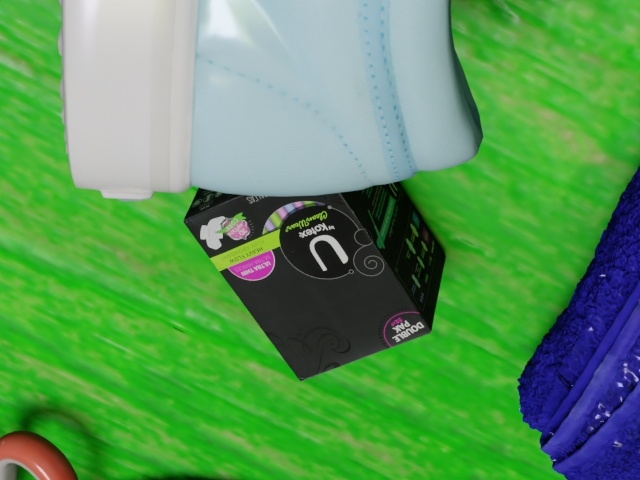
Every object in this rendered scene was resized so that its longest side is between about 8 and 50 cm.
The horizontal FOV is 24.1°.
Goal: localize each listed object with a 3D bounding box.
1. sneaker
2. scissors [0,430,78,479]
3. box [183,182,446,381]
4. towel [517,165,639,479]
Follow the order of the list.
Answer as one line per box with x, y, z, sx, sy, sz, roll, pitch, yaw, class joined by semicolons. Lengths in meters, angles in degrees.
0.015;-0.170;0.367;0.150;0.135;0.366;2;130;-8;sneaker
-0.186;0.187;0.734;0.109;0.021;0.297;28;125;10;scissors
0.000;0.000;0.567;0.062;0.052;0.083;-22;118;25;box
0.211;0.012;0.483;0.228;0.076;0.308;27;132;6;towel
